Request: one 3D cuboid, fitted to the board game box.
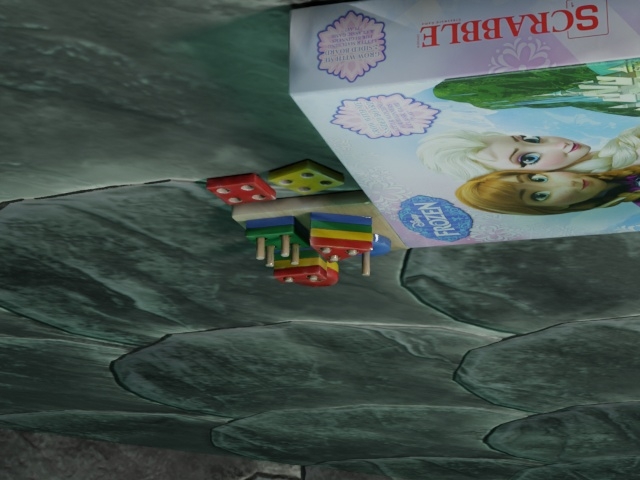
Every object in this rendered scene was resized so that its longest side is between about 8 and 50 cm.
[{"bbox_3d":[0.175,-0.081,0.940,0.318,0.065,0.318,-4,161,17],"label":"board game box"}]

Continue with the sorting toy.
[{"bbox_3d":[0.000,0.000,1.227,0.132,0.046,0.274,-5,160,18],"label":"sorting toy"}]
